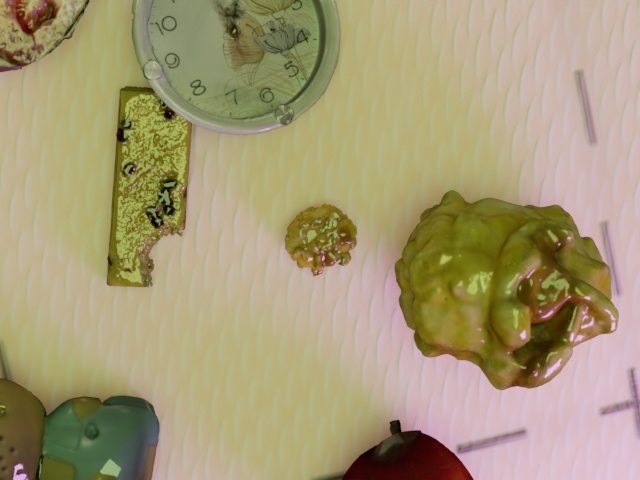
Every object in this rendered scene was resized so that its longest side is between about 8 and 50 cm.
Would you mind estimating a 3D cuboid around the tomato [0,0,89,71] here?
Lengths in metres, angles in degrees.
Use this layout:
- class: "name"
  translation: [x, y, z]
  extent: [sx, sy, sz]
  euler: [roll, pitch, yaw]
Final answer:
- class: "tomato"
  translation: [-0.351, -0.292, 1.811]
  extent: [0.225, 0.085, 0.225]
  euler: [0, 93, -8]

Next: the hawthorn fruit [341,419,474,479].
- class: "hawthorn fruit"
  translation: [0.097, 0.302, 1.891]
  extent: [0.185, 0.185, 0.202]
  euler: [-9, 82, -5]

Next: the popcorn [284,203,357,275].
- class: "popcorn"
  translation: [0.000, 0.000, 1.899]
  extent: [0.082, 0.057, 0.083]
  euler: [6, 99, -6]

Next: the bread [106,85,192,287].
- class: "bread"
  translation: [-0.190, -0.057, 1.874]
  extent: [0.088, 0.049, 0.226]
  euler: [3, 97, -7]

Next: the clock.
- class: "clock"
  translation: [-0.095, -0.228, 1.850]
  extent: [0.236, 0.053, 0.236]
  euler: [2, 84, -15]

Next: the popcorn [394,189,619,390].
- class: "popcorn"
  translation: [0.198, 0.044, 1.845]
  extent: [0.256, 0.255, 0.195]
  euler: [3, 114, -34]

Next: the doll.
- class: "doll"
  translation: [-0.315, 0.245, 1.840]
  extent: [0.261, 0.161, 0.177]
  euler: [10, 97, -10]
